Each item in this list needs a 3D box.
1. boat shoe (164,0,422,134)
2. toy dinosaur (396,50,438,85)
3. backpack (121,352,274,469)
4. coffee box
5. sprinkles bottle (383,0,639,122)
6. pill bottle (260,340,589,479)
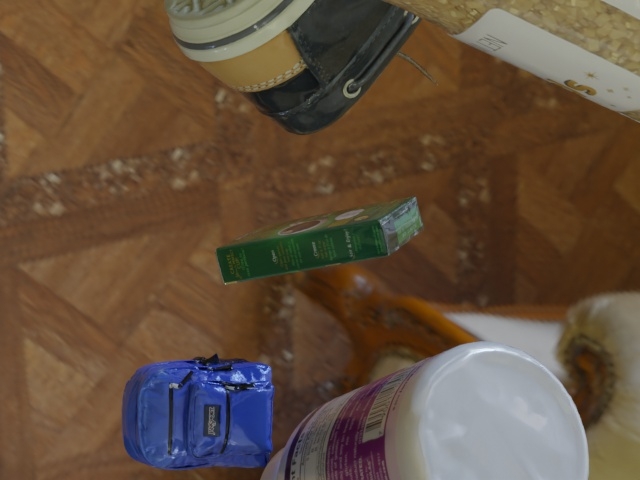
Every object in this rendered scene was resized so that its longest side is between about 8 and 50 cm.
[{"bbox_3d":[0.070,-0.285,1.291,0.500,0.186,0.156,-54,127,-25],"label":"boat shoe"},{"bbox_3d":[0.011,-0.209,1.716,0.112,0.211,0.064,36,60,-52],"label":"toy dinosaur"},{"bbox_3d":[-0.102,0.143,1.352,0.120,0.101,0.098,2,83,-20],"label":"backpack"},{"bbox_3d":[0.000,0.000,1.619,0.113,0.184,0.040,-33,111,-65],"label":"coffee box"},{"bbox_3d":[0.150,-0.099,0.639,0.355,0.121,0.121,23,95,-14],"label":"sprinkles bottle"},{"bbox_3d":[0.068,0.196,1.325,0.169,0.301,0.169,10,69,-26],"label":"pill bottle"}]
